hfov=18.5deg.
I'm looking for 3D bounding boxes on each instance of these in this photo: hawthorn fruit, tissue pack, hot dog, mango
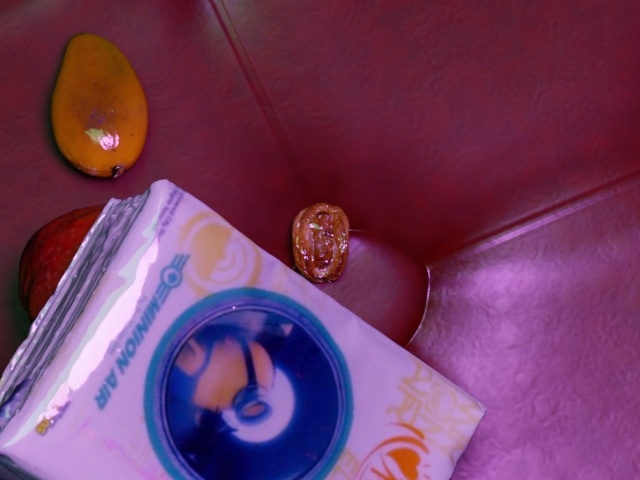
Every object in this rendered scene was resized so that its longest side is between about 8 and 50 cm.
[{"bbox_3d":[-0.190,0.045,1.893,0.200,0.179,0.179,-23,69,-17],"label":"hawthorn fruit"},{"bbox_3d":[-0.082,0.168,1.758,0.388,0.162,0.287,35,73,-19],"label":"tissue pack"},{"bbox_3d":[0.000,0.000,1.971,0.058,0.035,0.083,0,69,-2],"label":"hot dog"},{"bbox_3d":[-0.229,-0.141,2.024,0.101,0.066,0.187,-9,60,-2],"label":"mango"}]
